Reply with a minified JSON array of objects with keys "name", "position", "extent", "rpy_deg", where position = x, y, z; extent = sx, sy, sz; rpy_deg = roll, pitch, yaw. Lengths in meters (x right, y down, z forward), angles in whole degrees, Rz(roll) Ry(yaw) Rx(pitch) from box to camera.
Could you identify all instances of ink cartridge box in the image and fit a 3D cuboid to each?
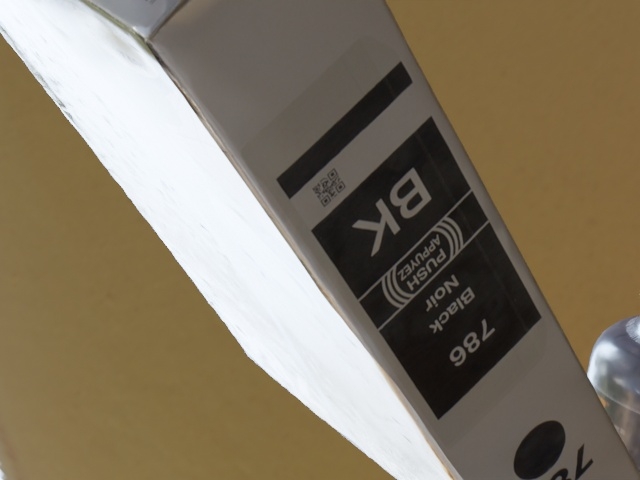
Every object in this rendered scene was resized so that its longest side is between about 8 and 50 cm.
[{"name":"ink cartridge box","position":[0.000,0.000,0.547],"extent":[0.165,0.065,0.333],"rpy_deg":[34,-14,45]}]

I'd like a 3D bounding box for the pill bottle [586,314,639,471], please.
[{"name":"pill bottle","position":[0.205,0.129,0.951],"extent":[0.130,0.130,0.246],"rpy_deg":[17,-71,27]}]
